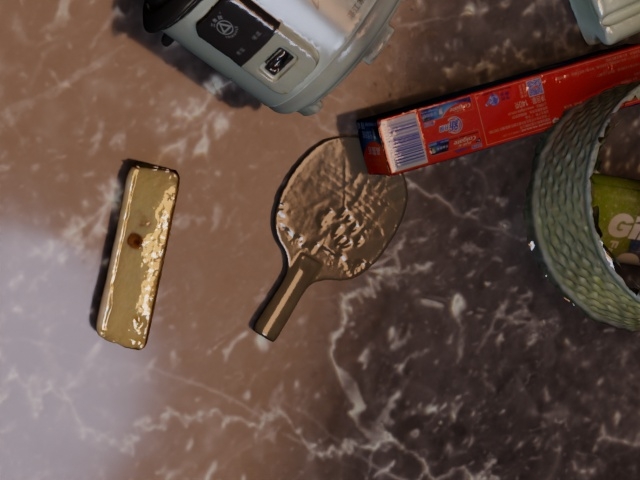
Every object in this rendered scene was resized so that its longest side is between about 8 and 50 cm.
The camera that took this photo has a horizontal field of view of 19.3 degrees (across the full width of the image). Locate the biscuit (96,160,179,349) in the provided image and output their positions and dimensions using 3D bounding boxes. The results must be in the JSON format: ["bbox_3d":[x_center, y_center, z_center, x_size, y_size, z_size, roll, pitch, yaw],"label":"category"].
[{"bbox_3d":[-0.185,0.015,1.910,0.056,0.052,0.188,11,91,-2],"label":"biscuit"}]

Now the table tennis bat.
[{"bbox_3d":[0.000,0.000,1.973,0.131,0.022,0.234,34,84,-15],"label":"table tennis bat"}]

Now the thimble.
[{"bbox_3d":[0.354,-0.038,1.895,0.271,0.150,0.270,1,85,-15],"label":"thimble"}]

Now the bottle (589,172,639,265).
[{"bbox_3d":[0.426,-0.007,2.039,0.330,0.093,0.093,8,93,-15],"label":"bottle"}]

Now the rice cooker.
[{"bbox_3d":[-0.049,-0.263,1.824,0.227,0.280,0.241,36,44,-18],"label":"rice cooker"}]

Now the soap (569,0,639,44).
[{"bbox_3d":[0.360,-0.299,2.010,0.198,0.066,0.119,-24,102,-11],"label":"soap"}]

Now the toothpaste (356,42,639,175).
[{"bbox_3d":[0.200,-0.139,1.974,0.320,0.076,0.066,-16,98,-14],"label":"toothpaste"}]
